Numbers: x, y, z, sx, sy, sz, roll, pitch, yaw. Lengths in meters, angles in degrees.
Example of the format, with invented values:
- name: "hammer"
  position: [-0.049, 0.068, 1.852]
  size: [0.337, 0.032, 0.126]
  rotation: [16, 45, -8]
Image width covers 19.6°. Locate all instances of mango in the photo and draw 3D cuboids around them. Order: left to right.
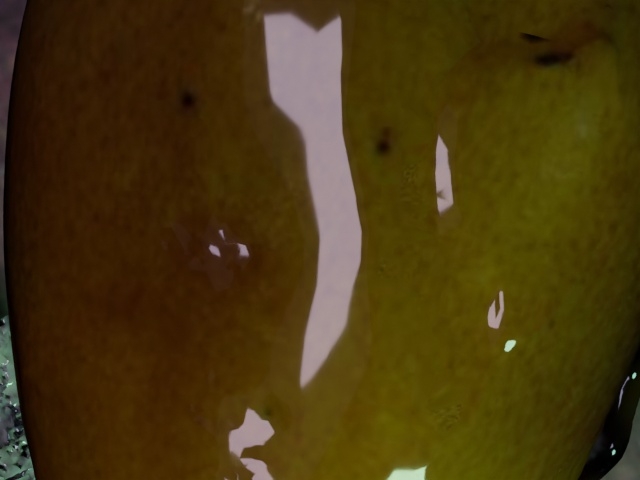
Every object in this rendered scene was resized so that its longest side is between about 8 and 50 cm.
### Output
- name: "mango"
  position: [0.000, 0.000, 0.536]
  size: [0.201, 0.152, 0.287]
  rotation: [14, 106, 31]

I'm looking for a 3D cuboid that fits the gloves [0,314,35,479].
- name: "gloves"
  position: [-0.154, 0.071, 0.666]
  size: [0.114, 0.070, 0.153]
  rotation: [-25, 89, 28]
